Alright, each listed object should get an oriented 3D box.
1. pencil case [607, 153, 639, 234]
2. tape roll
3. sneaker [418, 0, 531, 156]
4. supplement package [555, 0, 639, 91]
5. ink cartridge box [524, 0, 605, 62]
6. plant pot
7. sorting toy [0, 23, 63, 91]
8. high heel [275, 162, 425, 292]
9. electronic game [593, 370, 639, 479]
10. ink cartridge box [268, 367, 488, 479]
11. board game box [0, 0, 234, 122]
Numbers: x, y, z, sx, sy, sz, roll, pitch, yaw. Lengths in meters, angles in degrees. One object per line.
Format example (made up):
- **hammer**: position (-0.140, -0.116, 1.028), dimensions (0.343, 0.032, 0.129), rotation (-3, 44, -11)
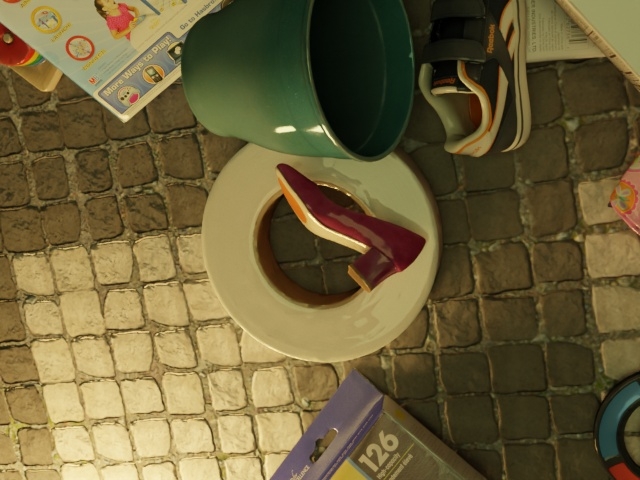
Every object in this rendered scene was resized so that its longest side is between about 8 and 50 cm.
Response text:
- **pencil case**: position (0.515, -0.124, 1.130), dimensions (0.124, 0.124, 0.284), rotation (32, 118, 6)
- **tape roll**: position (0.000, 0.000, 1.336), dimensions (0.392, 0.072, 0.391), rotation (3, 102, 15)
- **sneaker**: position (0.210, -0.274, 1.172), dimensions (0.126, 0.128, 0.321), rotation (5, 109, 60)
- **supplement package**: position (0.402, -0.329, 1.026), dimensions (0.199, 0.198, 0.262), rotation (-42, 88, 19)
- **ink cartridge box**: position (0.430, -0.349, 1.149), dimensions (0.311, 0.065, 0.185), rotation (-1, 102, 17)
- **plant pot**: position (-0.043, -0.238, 1.165), dimensions (0.255, 0.272, 0.271), rotation (0, 103, 34)
- **sorting toy**: position (-0.503, -0.419, 1.368), dimensions (0.255, 0.089, 0.257), rotation (37, 108, 5)
- **high heel**: position (0.041, -0.045, 1.253), dimensions (0.117, 0.082, 0.244), rotation (-39, 74, -12)
- **electronic game**: position (0.535, 0.300, 1.271), dimensions (0.229, 0.048, 0.229), rotation (3, 103, 14)
- **ink cartridge box**: position (0.081, 0.425, 1.388), dimensions (0.307, 0.072, 0.303), rotation (38, 109, 12)
- **board game box**: position (-0.296, -0.375, 1.240), dimensions (0.308, 0.086, 0.302), rotation (-35, 128, 19)
